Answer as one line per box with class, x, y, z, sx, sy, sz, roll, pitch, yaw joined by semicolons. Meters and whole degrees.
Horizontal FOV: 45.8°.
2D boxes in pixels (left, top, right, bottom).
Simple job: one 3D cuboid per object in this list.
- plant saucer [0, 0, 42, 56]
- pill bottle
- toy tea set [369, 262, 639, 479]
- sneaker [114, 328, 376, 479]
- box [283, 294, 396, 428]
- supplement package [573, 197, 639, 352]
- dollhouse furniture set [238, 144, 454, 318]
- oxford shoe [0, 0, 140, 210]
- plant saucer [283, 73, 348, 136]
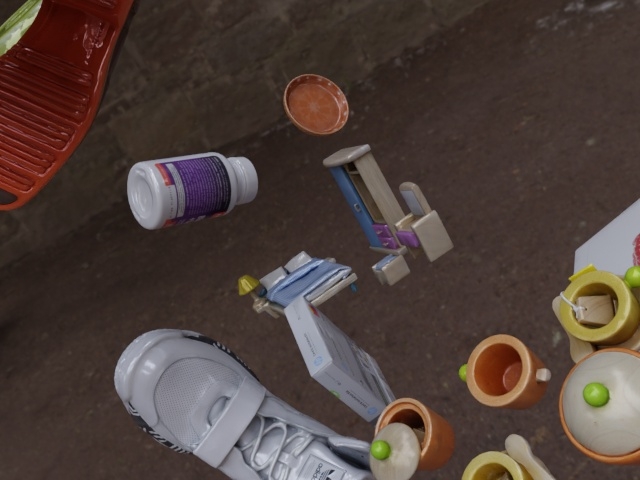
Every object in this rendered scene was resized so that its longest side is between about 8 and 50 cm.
plant saucer;-0.477;-0.357;1.237;0.241;0.037;0.241;-29;33;21
pill bottle;-0.202;-0.085;1.227;0.194;0.108;0.108;-14;8;-39
toy tea set;0.176;0.159;0.705;0.336;0.124;0.200;-41;45;23
sneaker;-0.061;0.232;0.886;0.210;0.366;0.137;7;59;51
box;0.036;0.175;1.042;0.038;0.186;0.145;-39;35;7
supplement package;0.429;0.021;0.791;0.293;0.175;0.177;-49;6;36
dollhouse furniture set;0.000;0.000;1.277;0.303;0.198;0.286;-33;12;-14
oxford shoe;-0.224;-0.150;0.676;0.271;0.097;0.098;-61;5;2
plant saucer;-0.006;-0.163;0.923;0.083;0.083;0.013;-44;-1;-31
